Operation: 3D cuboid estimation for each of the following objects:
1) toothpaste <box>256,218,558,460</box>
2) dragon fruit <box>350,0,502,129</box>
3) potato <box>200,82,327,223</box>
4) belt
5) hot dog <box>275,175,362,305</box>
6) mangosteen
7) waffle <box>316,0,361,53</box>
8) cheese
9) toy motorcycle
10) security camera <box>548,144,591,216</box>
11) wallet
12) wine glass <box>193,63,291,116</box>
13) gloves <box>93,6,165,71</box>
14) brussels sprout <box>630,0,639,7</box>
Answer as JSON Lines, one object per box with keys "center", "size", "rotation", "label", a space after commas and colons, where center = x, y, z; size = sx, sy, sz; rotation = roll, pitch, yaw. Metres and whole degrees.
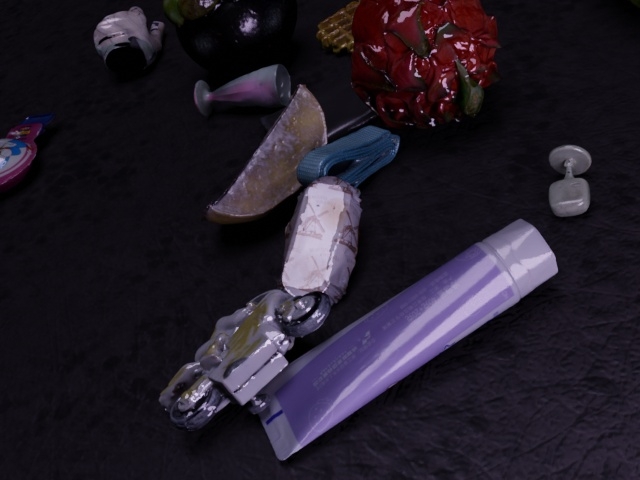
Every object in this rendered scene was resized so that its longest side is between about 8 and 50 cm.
{"center": [0.089, 0.102, 1.009], "size": [0.371, 0.080, 0.125], "rotation": [-32, 36, -4], "label": "toothpaste"}
{"center": [0.129, -0.289, 1.326], "size": [0.234, 0.234, 0.293], "rotation": [-36, 50, -18], "label": "dragon fruit"}
{"center": [-0.065, -0.091, 1.308], "size": [0.100, 0.120, 0.261], "rotation": [33, 64, 0], "label": "potato"}
{"center": [0.044, -0.100, 1.277], "size": [0.065, 0.100, 0.179], "rotation": [21, 39, 41], "label": "belt"}
{"center": [0.000, 0.000, 1.154], "size": [0.099, 0.053, 0.192], "rotation": [7, 64, 7], "label": "hot dog"}
{"center": [-0.156, -0.404, 1.583], "size": [0.243, 0.243, 0.243], "rotation": [-13, 39, 10], "label": "mangosteen"}
{"center": [0.085, -0.388, 1.611], "size": [0.191, 0.038, 0.191], "rotation": [-12, 39, 10], "label": "waffle"}
{"center": [-0.556, -0.155, 1.606], "size": [0.155, 0.062, 0.244], "rotation": [-1, 42, 26], "label": "cheese"}
{"center": [-0.091, 0.126, 1.050], "size": [0.228, 0.074, 0.151], "rotation": [-41, 25, -5], "label": "toy motorcycle"}
{"center": [0.311, -0.069, 1.135], "size": [0.058, 0.058, 0.092], "rotation": [0, 55, 24], "label": "security camera"}
{"center": [0.049, -0.226, 1.446], "size": [0.285, 0.030, 0.146], "rotation": [-33, 43, -12], "label": "wallet"}
{"center": [-0.131, -0.247, 1.520], "size": [0.155, 0.073, 0.073], "rotation": [-8, 40, 20], "label": "wine glass"}
{"center": [-0.382, -0.410, 1.798], "size": [0.127, 0.111, 0.212], "rotation": [-22, 46, 7], "label": "gloves"}
{"center": [0.523, -0.455, 1.355], "size": [0.244, 0.244, 0.244], "rotation": [-13, 39, 10], "label": "brussels sprout"}
